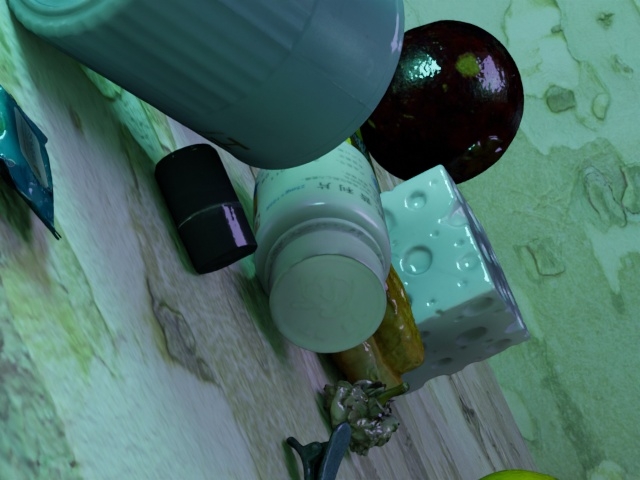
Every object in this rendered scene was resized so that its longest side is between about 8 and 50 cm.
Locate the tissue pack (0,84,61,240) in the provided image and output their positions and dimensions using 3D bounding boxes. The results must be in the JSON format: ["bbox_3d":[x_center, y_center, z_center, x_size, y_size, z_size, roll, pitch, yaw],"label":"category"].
[{"bbox_3d":[-0.229,-0.067,0.845,0.085,0.028,0.138,59,7,-41],"label":"tissue pack"}]

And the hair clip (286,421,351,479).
[{"bbox_3d":[0.010,0.293,1.114,0.039,0.070,0.230,56,21,-52],"label":"hair clip"}]

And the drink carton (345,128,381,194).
[{"bbox_3d":[0.013,-0.199,2.029,0.154,0.111,0.351,55,14,-42],"label":"drink carton"}]

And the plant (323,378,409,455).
[{"bbox_3d":[0.065,0.201,1.394,0.104,0.122,0.116,53,19,-1],"label":"plant"}]

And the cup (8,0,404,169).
[{"bbox_3d":[-0.115,-0.271,1.081,0.311,0.256,0.331,27,41,-51],"label":"cup"}]

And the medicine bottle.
[{"bbox_3d":[0.000,0.000,1.388,0.170,0.170,0.293,59,13,-28],"label":"medicine bottle"}]

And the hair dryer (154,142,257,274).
[{"bbox_3d":[-0.108,-0.022,1.226,0.219,0.071,0.124,47,20,-77],"label":"hair dryer"}]

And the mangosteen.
[{"bbox_3d":[0.196,-0.268,2.002,0.360,0.306,0.306,59,7,27],"label":"mangosteen"}]

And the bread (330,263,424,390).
[{"bbox_3d":[0.063,0.106,1.568,0.198,0.120,0.236,57,14,-50],"label":"bread"}]

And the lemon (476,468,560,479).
[{"bbox_3d":[0.265,0.428,1.490,0.320,0.245,0.245,21,44,-88],"label":"lemon"}]

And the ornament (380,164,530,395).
[{"bbox_3d":[0.163,0.069,1.802,0.240,0.239,0.239,46,22,-57],"label":"ornament"}]
